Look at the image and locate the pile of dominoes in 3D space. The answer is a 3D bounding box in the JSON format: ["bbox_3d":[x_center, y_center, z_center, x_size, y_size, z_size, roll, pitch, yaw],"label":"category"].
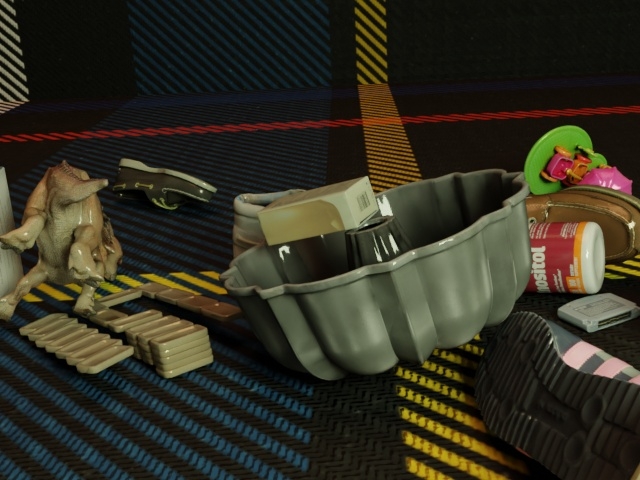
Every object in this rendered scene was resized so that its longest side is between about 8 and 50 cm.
[{"bbox_3d":[-0.219,0.108,0.958,0.196,0.040,0.251,-17,15,-35],"label":"pile of dominoes"}]

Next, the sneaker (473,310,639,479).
[{"bbox_3d":[0.228,0.150,0.674,0.131,0.112,0.319,27,6,-14],"label":"sneaker"}]

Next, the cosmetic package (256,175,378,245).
[{"bbox_3d":[-0.003,-0.031,0.893,0.115,0.041,0.060,-11,15,33],"label":"cosmetic package"}]

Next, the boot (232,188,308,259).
[{"bbox_3d":[0.000,0.000,1.065,0.258,0.123,0.095,4,20,21],"label":"boot"}]

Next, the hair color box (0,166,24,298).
[{"bbox_3d":[-0.454,0.042,0.938,0.105,0.174,0.347,-3,19,2],"label":"hair color box"}]

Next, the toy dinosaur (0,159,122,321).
[{"bbox_3d":[-0.301,-0.023,1.002,0.127,0.296,0.200,14,51,-9],"label":"toy dinosaur"}]

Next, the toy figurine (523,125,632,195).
[{"bbox_3d":[0.435,-0.086,1.323,0.173,0.130,0.159,14,23,-31],"label":"toy figurine"}]

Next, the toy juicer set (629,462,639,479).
[{"bbox_3d":[0.285,0.159,0.420,0.329,0.209,0.089,7,-2,26],"label":"toy juicer set"}]

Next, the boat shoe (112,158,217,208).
[{"bbox_3d":[-0.275,-0.088,1.461,0.228,0.069,0.081,14,-10,37],"label":"boat shoe"}]

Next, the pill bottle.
[{"bbox_3d":[0.259,0.021,1.012,0.152,0.086,0.086,-1,17,30],"label":"pill bottle"}]

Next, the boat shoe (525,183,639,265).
[{"bbox_3d":[0.279,-0.010,1.102,0.104,0.111,0.307,-23,17,-36],"label":"boat shoe"}]

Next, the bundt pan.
[{"bbox_3d":[0.070,0.039,0.866,0.331,0.124,0.331,-18,11,4],"label":"bundt pan"}]

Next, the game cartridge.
[{"bbox_3d":[0.313,0.081,0.949,0.083,0.017,0.056,-12,24,-25],"label":"game cartridge"}]
